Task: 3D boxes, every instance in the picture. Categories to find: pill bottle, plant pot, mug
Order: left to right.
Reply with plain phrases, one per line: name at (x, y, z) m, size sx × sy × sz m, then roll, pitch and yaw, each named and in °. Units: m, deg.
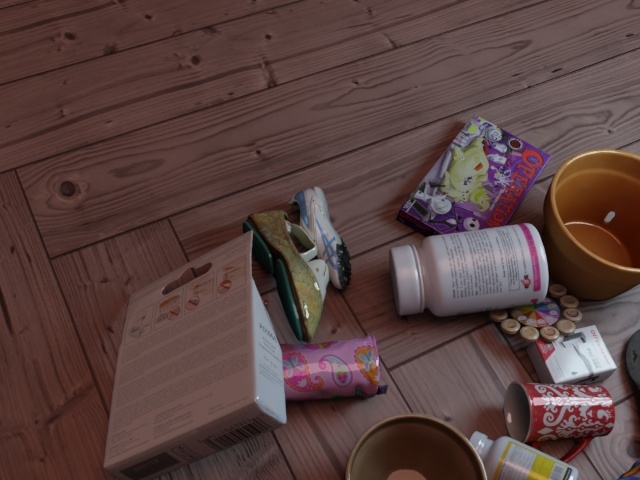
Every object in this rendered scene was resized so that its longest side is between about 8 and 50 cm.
plant pot at (0.154, 0.422, 1.282) m, size 0.237 × 0.110 × 0.238 m, roll 2°, pitch 57°, yaw -4°
pill bottle at (0.283, 0.062, 1.485) m, size 0.282 × 0.160 × 0.161 m, roll -8°, pitch 58°, yaw 0°
pill bottle at (0.340, 0.402, 1.310) m, size 0.184 × 0.103 × 0.103 m, roll 21°, pitch 57°, yaw 24°
mug at (0.434, 0.328, 1.392) m, size 0.169 × 0.150 × 0.113 m, roll 0°, pitch 21°, yaw -11°
plant pot at (0.576, -0.010, 1.546) m, size 0.290 × 0.204 × 0.291 m, roll 3°, pitch 56°, yaw -4°

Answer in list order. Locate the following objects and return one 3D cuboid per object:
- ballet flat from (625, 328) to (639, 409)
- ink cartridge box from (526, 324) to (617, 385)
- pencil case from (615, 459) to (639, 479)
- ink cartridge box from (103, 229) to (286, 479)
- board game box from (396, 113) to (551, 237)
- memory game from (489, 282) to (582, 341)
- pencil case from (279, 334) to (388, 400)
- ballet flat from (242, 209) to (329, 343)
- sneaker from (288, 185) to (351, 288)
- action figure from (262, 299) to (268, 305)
ballet flat at (0.643, 0.284, 1.458) m, size 0.084 × 0.058 × 0.250 m, roll -18°, pitch 47°, yaw 25°
ink cartridge box at (0.485, 0.229, 1.471) m, size 0.135 × 0.056 × 0.099 m, roll -11°, pitch 58°, yaw -12°
pencil case at (0.481, 0.495, 1.265) m, size 0.306 × 0.119 × 0.133 m, roll -27°, pitch 102°, yaw -22°
ink cartridge box at (-0.217, 0.196, 1.331) m, size 0.308 × 0.091 × 0.385 m, roll -27°, pitch 40°, yaw 19°
board game box at (0.345, -0.120, 1.688) m, size 0.208 × 0.056 × 0.347 m, roll 34°, pitch 60°, yaw 10°
memory game at (0.425, 0.134, 1.516) m, size 0.186 × 0.012 × 0.186 m, roll -2°, pitch 38°, yaw 2°
pencil case at (-0.028, 0.241, 1.378) m, size 0.283 × 0.124 × 0.124 m, roll -3°, pitch 58°, yaw -9°
ballet flat at (-0.048, 0.051, 1.455) m, size 0.123 × 0.123 × 0.349 m, roll -16°, pitch 40°, yaw -15°
sneaker at (0.000, 0.000, 1.564) m, size 0.086 × 0.085 × 0.237 m, roll -26°, pitch 64°, yaw 11°
action figure at (-0.147, 0.149, 1.476) m, size 0.115 × 0.030 × 0.038 m, roll -34°, pitch 62°, yaw -26°
